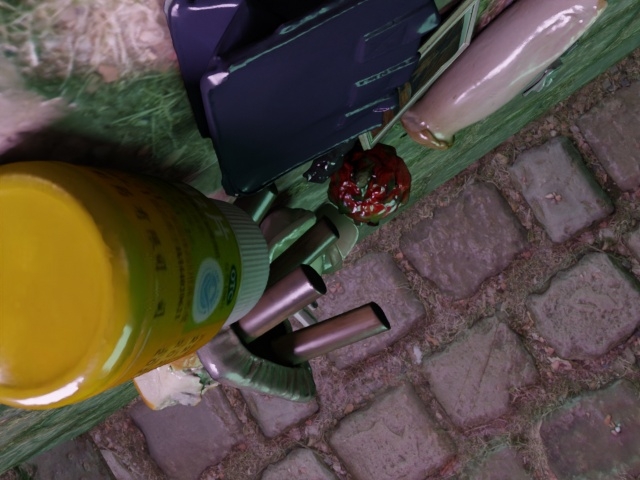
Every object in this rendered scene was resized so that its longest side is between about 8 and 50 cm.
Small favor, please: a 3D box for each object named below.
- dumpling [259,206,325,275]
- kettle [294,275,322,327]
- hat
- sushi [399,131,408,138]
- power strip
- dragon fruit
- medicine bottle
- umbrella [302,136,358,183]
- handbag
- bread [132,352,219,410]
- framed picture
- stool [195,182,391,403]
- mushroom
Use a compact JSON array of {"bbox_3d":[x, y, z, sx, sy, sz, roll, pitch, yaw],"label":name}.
[{"bbox_3d":[-0.106,0.045,1.345,0.242,0.187,0.318,-29,151,-18],"label":"dumpling"},{"bbox_3d":[-0.135,0.155,1.646,0.265,0.205,0.318,22,140,-23],"label":"kettle"},{"bbox_3d":[0.000,0.000,1.633,0.144,0.166,0.173,-43,168,-29],"label":"hat"},{"bbox_3d":[0.332,-0.317,1.455,0.231,0.047,0.219,-29,171,-37],"label":"sushi"},{"bbox_3d":[0.624,-0.463,1.727,0.198,0.064,0.213,-33,172,-26],"label":"power strip"},{"bbox_3d":[0.097,-0.117,1.238,0.182,0.182,0.188,-29,175,-34],"label":"dragon fruit"},{"bbox_3d":[-0.207,0.036,0.697,0.224,0.224,0.384,-36,172,13],"label":"medicine bottle"},{"bbox_3d":[0.032,-0.174,1.059,0.066,0.059,0.236,-55,-178,-31],"label":"umbrella"},{"bbox_3d":[-0.005,-0.183,0.621,0.269,0.118,0.326,-26,172,-10],"label":"handbag"},{"bbox_3d":[-0.271,0.180,1.213,0.250,0.279,0.225,-27,-178,-43],"label":"bread"},{"bbox_3d":[0.157,-0.262,0.976,0.273,0.016,0.216,-47,172,4],"label":"framed picture"},{"bbox_3d":[-0.071,0.085,1.044,0.226,0.310,0.310,-38,144,16],"label":"stool"},{"bbox_3d":[0.319,-0.316,1.093,0.407,0.137,0.154,-35,-156,40],"label":"mushroom"}]
